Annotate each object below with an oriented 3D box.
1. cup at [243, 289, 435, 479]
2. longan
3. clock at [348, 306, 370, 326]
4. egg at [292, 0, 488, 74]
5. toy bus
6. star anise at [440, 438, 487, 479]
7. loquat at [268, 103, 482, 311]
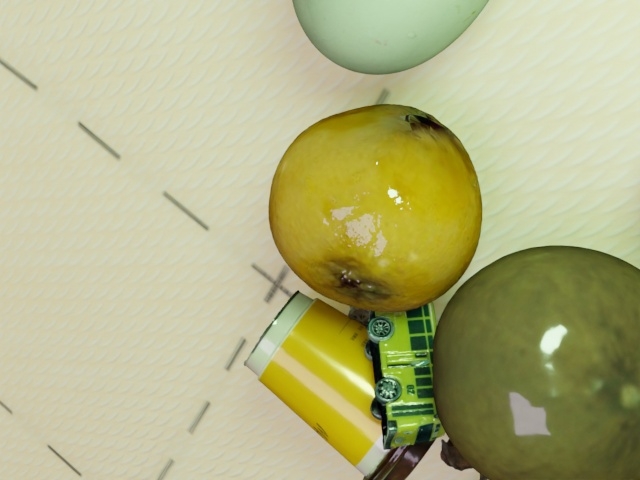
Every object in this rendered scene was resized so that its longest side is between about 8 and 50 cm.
[{"bbox_3d":[0.043,0.201,1.590,0.279,0.196,0.196,35,131,4],"label":"cup"},{"bbox_3d":[0.285,0.155,1.345,0.319,0.319,0.319,16,125,25],"label":"longan"},{"bbox_3d":[0.060,0.073,1.611,0.087,0.041,0.129,-3,127,23],"label":"clock"},{"bbox_3d":[0.097,-0.343,1.218,0.230,0.230,0.371,35,125,12],"label":"egg"},{"bbox_3d":[0.110,0.169,1.466,0.101,0.175,0.088,-4,154,-5],"label":"toy bus"},{"bbox_3d":[0.191,0.340,1.628,0.218,0.148,0.227,-126,42,-52],"label":"star anise"},{"bbox_3d":[0.066,-0.035,1.410,0.263,0.263,0.263,16,125,25],"label":"loquat"}]
